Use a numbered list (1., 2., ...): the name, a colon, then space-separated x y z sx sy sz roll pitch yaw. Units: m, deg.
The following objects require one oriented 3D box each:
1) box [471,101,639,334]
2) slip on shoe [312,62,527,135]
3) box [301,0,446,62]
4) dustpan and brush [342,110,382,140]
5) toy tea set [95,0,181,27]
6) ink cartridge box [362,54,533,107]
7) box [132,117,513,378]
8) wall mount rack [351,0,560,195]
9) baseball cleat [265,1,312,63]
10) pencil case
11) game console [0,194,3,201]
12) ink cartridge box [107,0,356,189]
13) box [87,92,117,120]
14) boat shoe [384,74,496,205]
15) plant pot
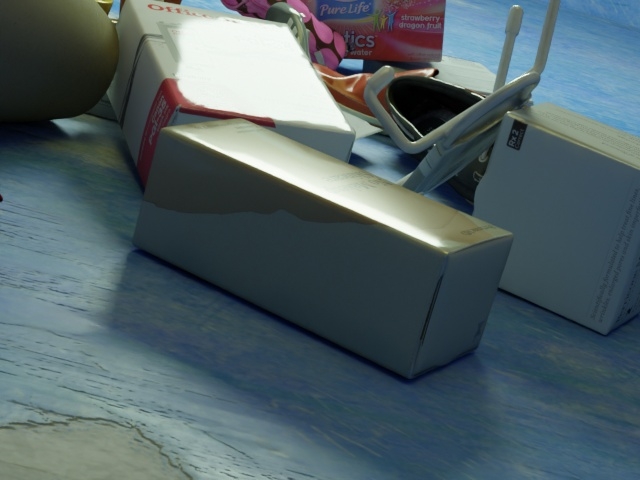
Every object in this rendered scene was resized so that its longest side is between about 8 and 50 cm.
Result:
1. box: 0.262 -0.027 1.699 0.182 0.181 0.119 25 23 24
2. slip on shoe: 0.124 -0.189 2.212 0.331 0.101 0.123 17 19 9
3. box: 0.035 -0.359 2.457 0.300 0.154 0.142 3 21 0
4. dustpan and brush: -0.045 -0.149 2.039 0.211 0.060 0.147 28 19 14
5. toy tea set: -0.203 -0.321 2.292 0.336 0.124 0.200 27 21 31
6. ink cartridge box: 0.182 -0.240 2.500 0.223 0.045 0.224 9 18 -19
7. box: 0.000 0.000 1.497 0.311 0.121 0.148 24 19 25
8. wall mount rack: 0.165 -0.173 1.791 0.130 0.304 0.350 55 -17 6
9. baseball cleat: -0.060 -0.239 2.155 0.109 0.072 0.206 2 48 -27
10. pencil case: -0.051 -0.308 2.312 0.209 0.095 0.098 37 30 -37
11. game console: -0.378 -0.064 1.486 0.124 0.085 0.144 -25 27 -30
12. ink cartridge box: -0.108 -0.147 1.798 0.207 0.117 0.283 7 29 -23
13. box: -0.222 -0.180 1.995 0.145 0.038 0.186 16 17 -2
14. boat shoe: 0.176 -0.123 1.998 0.095 0.112 0.335 51 -9 -30
15. plant pot: -0.355 -0.229 1.751 0.256 0.256 0.274 31 8 39
